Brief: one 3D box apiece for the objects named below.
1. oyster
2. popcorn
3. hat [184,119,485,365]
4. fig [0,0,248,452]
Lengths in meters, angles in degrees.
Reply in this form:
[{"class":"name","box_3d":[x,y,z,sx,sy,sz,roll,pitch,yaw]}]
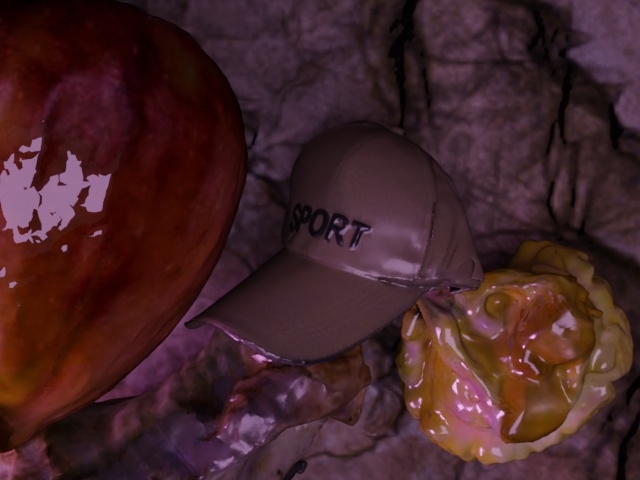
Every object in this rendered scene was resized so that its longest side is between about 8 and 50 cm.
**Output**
[{"class":"oyster","box_3d":[-0.108,0.167,1.189,0.337,0.133,0.198,-36,83,-7]},{"class":"popcorn","box_3d":[0.115,0.069,1.194,0.145,0.126,0.126,-21,80,22]},{"class":"hat","box_3d":[0.000,0.000,1.122,0.175,0.147,0.085,-32,122,-38]},{"class":"fig","box_3d":[-0.164,-0.018,1.106,0.224,0.224,0.263,27,104,-11]}]
